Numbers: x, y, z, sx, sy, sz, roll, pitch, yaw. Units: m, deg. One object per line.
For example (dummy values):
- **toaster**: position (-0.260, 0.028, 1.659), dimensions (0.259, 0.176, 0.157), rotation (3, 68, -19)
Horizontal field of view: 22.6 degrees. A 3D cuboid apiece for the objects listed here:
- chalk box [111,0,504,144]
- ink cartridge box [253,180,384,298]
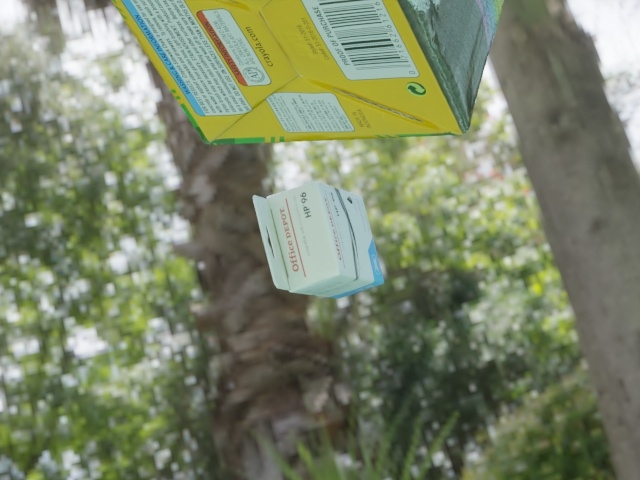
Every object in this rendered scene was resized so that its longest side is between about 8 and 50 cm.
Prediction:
- **chalk box**: position (0.009, -0.164, 0.698), dimensions (0.132, 0.213, 0.132), rotation (-1, -37, 27)
- **ink cartridge box**: position (0.000, 0.000, 0.776), dimensions (0.028, 0.048, 0.083), rotation (-18, -11, 19)
